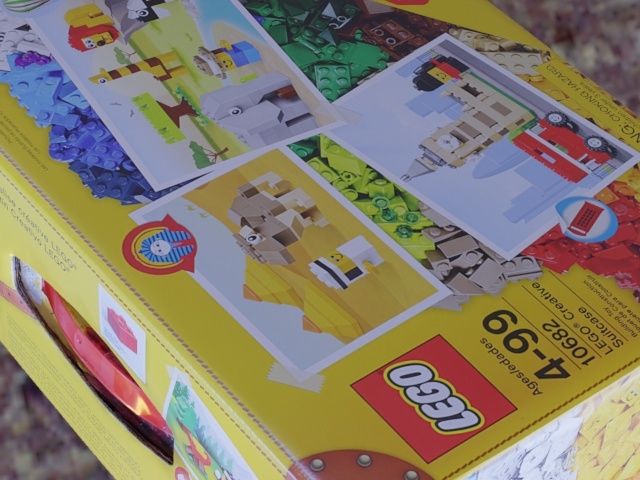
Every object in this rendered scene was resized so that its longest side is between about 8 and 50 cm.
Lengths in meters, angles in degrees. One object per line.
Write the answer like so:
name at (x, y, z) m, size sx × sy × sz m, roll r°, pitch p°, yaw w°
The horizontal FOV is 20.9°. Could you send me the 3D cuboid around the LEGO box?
LEGO box at (0.000, 0.000, 1.151) m, size 0.372 × 0.500 × 0.193 m, roll -27°, pitch 144°, yaw -29°
